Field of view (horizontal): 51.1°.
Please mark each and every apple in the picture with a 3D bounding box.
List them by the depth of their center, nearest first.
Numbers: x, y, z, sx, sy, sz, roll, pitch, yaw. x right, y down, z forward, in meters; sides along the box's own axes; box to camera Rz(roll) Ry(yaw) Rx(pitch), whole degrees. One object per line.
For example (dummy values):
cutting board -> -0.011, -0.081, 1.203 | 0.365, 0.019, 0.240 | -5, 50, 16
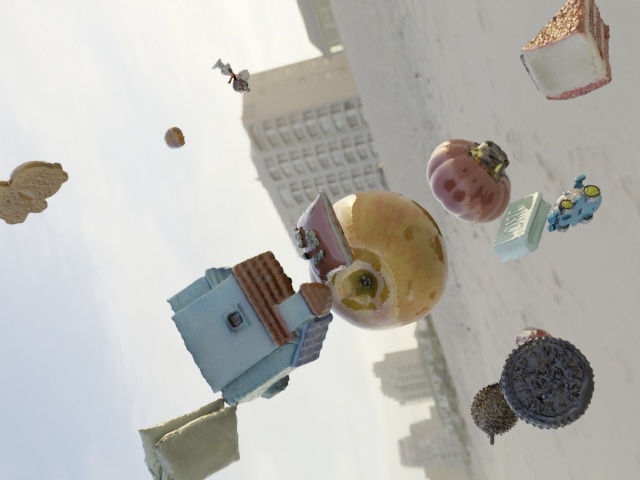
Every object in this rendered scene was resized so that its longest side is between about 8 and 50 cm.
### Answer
apple -> 0.153, 0.060, 1.814 | 0.346, 0.391, 0.392 | -35, -67, -64

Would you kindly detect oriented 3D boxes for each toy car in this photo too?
toy car -> 0.681, -0.097, 1.840 | 0.126, 0.161, 0.098 | 73, 172, -52

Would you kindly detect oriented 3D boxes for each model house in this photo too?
model house -> -0.109, 0.153, 1.457 | 0.295, 0.329, 0.251 | 57, -161, 15

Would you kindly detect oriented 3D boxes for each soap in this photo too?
soap -> 0.572, -0.039, 1.902 | 0.066, 0.119, 0.198 | 45, -131, -15

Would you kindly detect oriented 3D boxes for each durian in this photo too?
durian -> 0.513, 0.504, 1.927 | 0.091, 0.148, 0.189 | -121, 41, -81

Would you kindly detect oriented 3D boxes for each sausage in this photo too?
sausage -> 0.577, 0.272, 1.809 | 0.141, 0.076, 0.076 | 124, 135, -82

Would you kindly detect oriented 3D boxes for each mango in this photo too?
mango -> -0.504, -0.349, 2.304 | 0.127, 0.063, 0.077 | -18, 92, 66

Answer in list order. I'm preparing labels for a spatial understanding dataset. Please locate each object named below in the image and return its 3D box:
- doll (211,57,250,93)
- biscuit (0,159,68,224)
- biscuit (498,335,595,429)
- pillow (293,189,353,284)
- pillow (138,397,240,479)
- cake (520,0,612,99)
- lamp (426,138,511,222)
doll -> -0.182, -0.341, 1.385 | 0.040, 0.085, 0.058 | -27, 52, 54
biscuit -> -0.751, -0.129, 1.703 | 0.166, 0.225, 0.036 | 29, -155, -54
biscuit -> 0.471, 0.295, 1.393 | 0.053, 0.194, 0.195 | 34, -136, -62
pillow -> 0.000, 0.000, 1.411 | 0.172, 0.075, 0.179 | 70, 157, 10
pillow -> -0.229, 0.377, 1.227 | 0.181, 0.077, 0.134 | -17, -75, -37
cake -> 0.604, -0.459, 1.506 | 0.158, 0.262, 0.159 | 47, 166, -28
lamp -> 0.492, -0.204, 2.159 | 0.305, 0.240, 0.305 | 27, -143, -23
